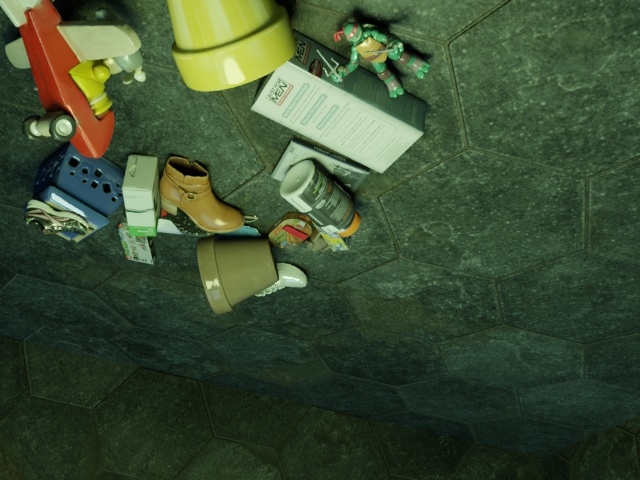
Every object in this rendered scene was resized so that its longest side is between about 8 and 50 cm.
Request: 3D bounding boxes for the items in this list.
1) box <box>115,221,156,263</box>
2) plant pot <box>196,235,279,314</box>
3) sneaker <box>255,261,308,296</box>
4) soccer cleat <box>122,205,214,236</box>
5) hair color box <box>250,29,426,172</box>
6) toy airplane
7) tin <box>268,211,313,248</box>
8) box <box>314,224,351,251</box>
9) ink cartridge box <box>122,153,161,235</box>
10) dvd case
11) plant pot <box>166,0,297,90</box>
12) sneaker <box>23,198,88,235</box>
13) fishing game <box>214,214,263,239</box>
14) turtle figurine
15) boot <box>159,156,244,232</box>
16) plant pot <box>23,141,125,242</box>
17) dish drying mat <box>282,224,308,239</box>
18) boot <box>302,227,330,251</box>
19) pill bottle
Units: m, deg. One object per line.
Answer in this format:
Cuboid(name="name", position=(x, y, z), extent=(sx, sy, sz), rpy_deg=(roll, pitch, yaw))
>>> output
Cuboid(name="box", position=(-0.678, 0.012, 2.212), extent=(0.114, 0.036, 0.207), rpy_deg=(11, 147, 0))
Cuboid(name="plant pot", position=(-0.264, 0.092, 1.995), extent=(0.229, 0.263, 0.263), rpy_deg=(-15, 144, -2))
Cuboid(name="sneaker", position=(-0.194, 0.150, 2.193), extent=(0.297, 0.129, 0.111), rpy_deg=(5, 144, 8))
Cuboid(name="soccer cleat", position=(-0.488, -0.069, 1.999), extent=(0.318, 0.109, 0.116), rpy_deg=(7, 168, 1))
Cuboid(name="hair color box", position=(0.045, -0.322, 1.436), extent=(0.374, 0.114, 0.185), rpy_deg=(23, 144, -19))
Cuboid(name="toy airplane", position=(-0.569, -0.432, 1.367), extent=(0.386, 0.272, 0.384), rpy_deg=(47, 134, 11))
Cuboid(name="tin", position=(-0.099, -0.033, 1.978), extent=(0.106, 0.040, 0.189), rpy_deg=(23, 145, -24))
Cuboid(name="box", position=(0.037, -0.035, 1.918), extent=(0.059, 0.054, 0.169), rpy_deg=(-7, 142, 25))
Cuboid(name="ink cartridge box", position=(-0.539, -0.136, 1.822), extent=(0.086, 0.153, 0.208), rpy_deg=(3, 141, -8))
Cuboid(name="dvd case", position=(-0.003, -0.194, 1.715), extent=(0.238, 0.030, 0.179), rpy_deg=(21, 146, -14))
Cuboid(name="plant pot", position=(-0.199, -0.465, 1.201), extent=(0.253, 0.254, 0.239), rpy_deg=(-3, 128, 21))
Cuboid(name="sneaker", position=(-0.768, -0.045, 1.733), extent=(0.178, 0.077, 0.072), rpy_deg=(21, 147, -16))
Cuboid(name="fishing game", position=(-0.281, -0.006, 2.070), extent=(0.189, 0.041, 0.264), rpy_deg=(5, 138, 9))
Cuboid(name="turtle figurine", position=(0.117, -0.403, 1.292), extent=(0.234, 0.118, 0.175), rpy_deg=(20, 158, -37))
Cuboid(name="boot", position=(-0.355, -0.144, 1.846), extent=(0.283, 0.109, 0.220), rpy_deg=(23, 142, -4))
Cuboid(name="plant pot", position=(-0.758, -0.136, 1.859), extent=(0.236, 0.212, 0.236), rpy_deg=(-21, 134, 40))
Cuboid(name="dish drying mat", position=(-0.083, -0.026, 1.945), extent=(0.083, 0.008, 0.032), rpy_deg=(26, 144, -23))
Cuboid(name="boot", position=(0.000, 0.000, 2.000), extent=(0.087, 0.042, 0.118), rpy_deg=(22, 147, -27))
Cuboid(name="pill bottle", position=(0.010, -0.107, 1.696), extent=(0.130, 0.131, 0.245), rpy_deg=(-19, 137, 37))
